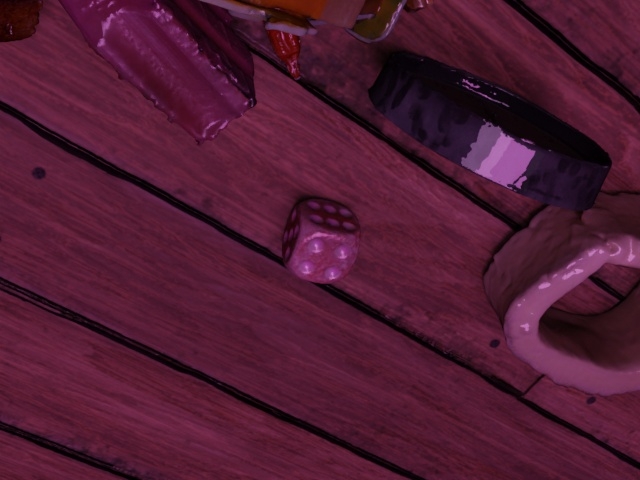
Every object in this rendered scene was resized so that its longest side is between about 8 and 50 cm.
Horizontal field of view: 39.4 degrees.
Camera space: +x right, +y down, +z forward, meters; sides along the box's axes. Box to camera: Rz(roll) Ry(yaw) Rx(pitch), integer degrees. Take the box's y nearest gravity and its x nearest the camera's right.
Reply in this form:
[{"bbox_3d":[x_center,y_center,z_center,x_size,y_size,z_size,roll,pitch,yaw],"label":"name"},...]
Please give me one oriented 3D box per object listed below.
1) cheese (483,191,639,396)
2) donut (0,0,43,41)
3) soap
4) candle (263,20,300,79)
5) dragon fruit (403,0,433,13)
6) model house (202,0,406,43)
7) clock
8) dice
[{"bbox_3d":[0.428,0.075,1.364,0.332,0.153,0.292,12,120,-19],"label":"cheese"},{"bbox_3d":[-0.424,-0.287,0.998,0.186,0.144,0.126,-14,150,-31],"label":"donut"},{"bbox_3d":[-0.198,-0.266,1.018,0.112,0.182,0.289,-34,127,15],"label":"soap"},{"bbox_3d":[-0.056,-0.274,1.114,0.053,0.048,0.162,-40,125,-35],"label":"candle"},{"bbox_3d":[0.120,-0.365,1.023,0.317,0.152,0.205,-33,124,12],"label":"dragon fruit"},{"bbox_3d":[-0.092,-0.357,0.833,0.357,0.313,0.242,37,117,17],"label":"model house"},{"bbox_3d":[0.209,-0.139,1.093,0.312,0.312,0.061,18,113,-20],"label":"clock"},{"bbox_3d":[0.000,0.000,1.277,0.093,0.094,0.091,12,124,-17],"label":"dice"}]
